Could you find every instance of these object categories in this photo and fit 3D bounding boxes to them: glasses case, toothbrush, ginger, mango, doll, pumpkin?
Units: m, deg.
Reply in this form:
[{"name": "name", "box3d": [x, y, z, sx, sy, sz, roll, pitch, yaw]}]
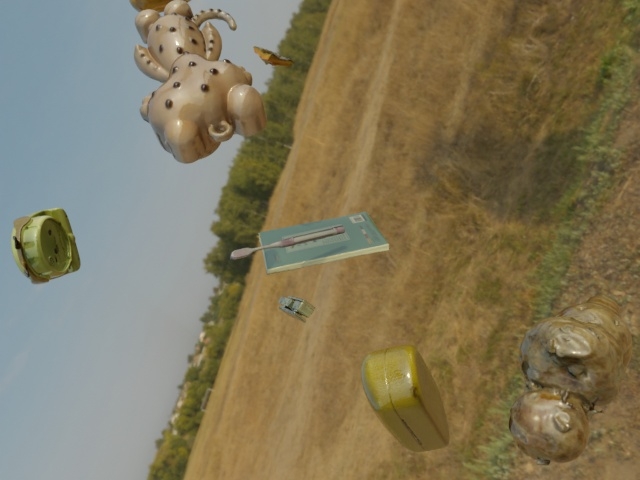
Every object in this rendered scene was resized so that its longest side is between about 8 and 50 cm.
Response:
[{"name": "glasses case", "box3d": [0.192, 0.362, 1.216, 0.371, 0.141, 0.173, 58, -157, -47]}, {"name": "toothbrush", "box3d": [-0.084, 0.005, 1.445, 0.029, 0.353, 0.024, -40, 67, 58]}, {"name": "ginger", "box3d": [0.474, 0.223, 0.978, 0.375, 0.176, 0.256, -28, -54, -45]}, {"name": "mango", "box3d": [-0.291, -0.473, 0.999, 0.187, 0.101, 0.066, -34, -65, -47]}, {"name": "doll", "box3d": [-0.171, -0.226, 0.708, 0.119, 0.154, 0.278, 82, 170, -58]}, {"name": "pumpkin", "box3d": [-0.125, -0.473, 1.366, 0.101, 0.073, 0.035, 40, 120, 44]}]

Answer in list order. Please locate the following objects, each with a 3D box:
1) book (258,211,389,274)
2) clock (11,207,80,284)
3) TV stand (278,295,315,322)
[{"name": "book", "box3d": [0.000, 0.000, 1.659, 0.264, 0.378, 0.031, -113, 13, -62]}, {"name": "clock", "box3d": [-0.656, 0.020, 1.236, 0.232, 0.069, 0.170, -95, -6, -79]}, {"name": "TV stand", "box3d": [-0.066, 0.161, 1.262, 0.042, 0.036, 0.249, -57, 11, -11]}]
